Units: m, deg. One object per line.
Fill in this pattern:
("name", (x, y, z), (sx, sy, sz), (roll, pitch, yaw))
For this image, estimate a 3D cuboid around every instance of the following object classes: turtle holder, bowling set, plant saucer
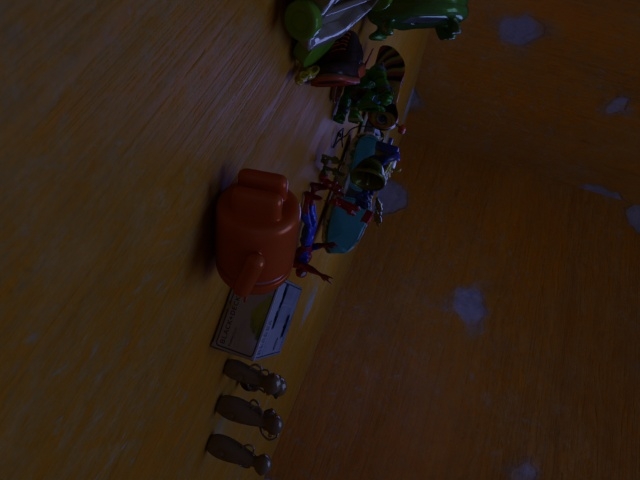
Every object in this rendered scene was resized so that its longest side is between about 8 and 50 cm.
("turtle holder", (0.240, -0.603, 1.413), (0.320, 0.244, 0.227), (-31, 123, -64))
("bowling set", (-0.137, 0.362, 1.351), (0.200, 0.154, 0.286), (-55, 162, -63))
("plant saucer", (0.042, -0.368, 1.396), (0.083, 0.013, 0.083), (19, 90, -82))

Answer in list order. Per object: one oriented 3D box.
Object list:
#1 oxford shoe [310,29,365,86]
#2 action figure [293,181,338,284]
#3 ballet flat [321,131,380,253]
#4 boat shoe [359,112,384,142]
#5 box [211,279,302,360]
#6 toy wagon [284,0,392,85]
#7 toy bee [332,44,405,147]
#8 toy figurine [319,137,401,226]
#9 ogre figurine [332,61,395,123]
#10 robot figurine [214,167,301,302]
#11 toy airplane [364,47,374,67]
("oxford shoe", (0.032, -0.359, 1.158), (0.271, 0.097, 0.098), (-68, 156, -66))
("action figure", (0.000, 0.000, 1.542), (0.091, 0.139, 0.280), (-58, 167, -53))
("ballet flat", (0.098, -0.147, 1.889), (0.147, 0.147, 0.408), (35, 74, -81))
("boat shoe", (0.177, -0.344, 2.061), (0.109, 0.091, 0.304), (-62, 168, -49))
("box", (-0.122, 0.153, 1.221), (0.290, 0.087, 0.169), (59, 50, -79))
("toy wagon", (0.043, -0.381, 0.909), (0.344, 0.068, 0.267), (-42, 180, 43))
("toy bee", (0.176, -0.369, 1.623), (0.298, 0.162, 0.195), (-66, 176, 25))
("toy figurine", (0.131, -0.212, 1.609), (0.217, 0.191, 0.362), (-60, 167, -14))
("ogre figurine", (0.106, -0.361, 1.436), (0.197, 0.097, 0.118), (154, -57, -71))
("robot figurine", (-0.098, -0.003, 0.895), (0.128, 0.158, 0.219), (-19, 142, -26))
("toy airplane", (0.111, -0.455, 1.600), (0.151, 0.028, 0.151), (-64, 174, -12))
